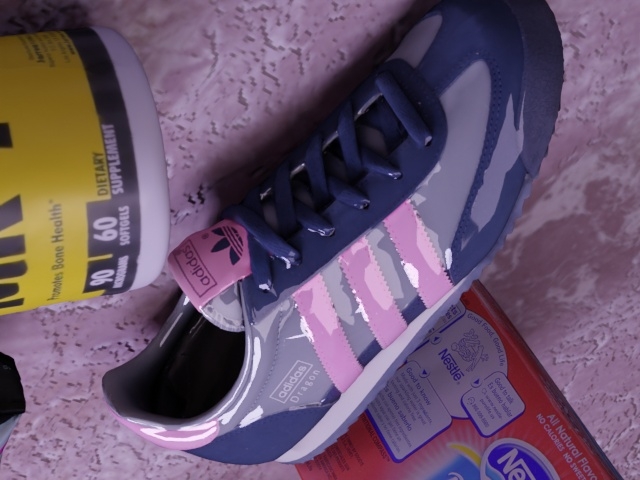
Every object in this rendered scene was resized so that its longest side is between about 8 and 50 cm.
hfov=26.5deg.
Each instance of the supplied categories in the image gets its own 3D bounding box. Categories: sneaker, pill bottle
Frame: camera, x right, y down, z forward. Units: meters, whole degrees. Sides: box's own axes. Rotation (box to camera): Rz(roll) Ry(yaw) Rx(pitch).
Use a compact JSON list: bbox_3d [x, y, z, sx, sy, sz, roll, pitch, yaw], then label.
[{"bbox_3d":[0.000,0.000,0.696,0.131,0.112,0.319,8,124,-39],"label":"sneaker"},{"bbox_3d":[-0.178,-0.020,0.569,0.208,0.119,0.119,-11,134,-21],"label":"pill bottle"}]

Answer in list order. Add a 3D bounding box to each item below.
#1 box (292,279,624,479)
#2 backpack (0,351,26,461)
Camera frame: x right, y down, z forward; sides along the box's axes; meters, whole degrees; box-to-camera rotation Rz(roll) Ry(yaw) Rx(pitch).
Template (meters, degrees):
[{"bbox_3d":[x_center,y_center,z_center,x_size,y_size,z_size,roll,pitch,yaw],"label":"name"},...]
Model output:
[{"bbox_3d":[0.105,0.169,0.776,0.154,0.300,0.142,-38,136,6],"label":"box"},{"bbox_3d":[-0.235,0.088,0.637,0.182,0.152,0.115,-6,139,-42],"label":"backpack"}]
